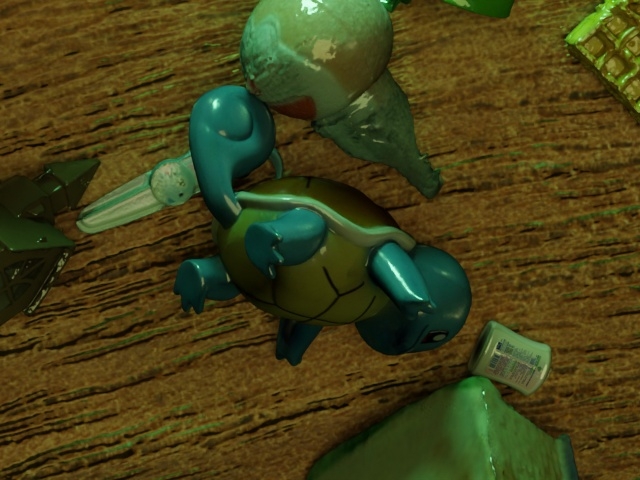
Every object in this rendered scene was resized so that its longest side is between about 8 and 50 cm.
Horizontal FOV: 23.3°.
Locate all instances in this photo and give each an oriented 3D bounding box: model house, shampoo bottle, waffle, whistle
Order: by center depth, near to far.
[{"bbox_3d":[0.024,-0.169,1.790,0.189,0.189,0.348,-36,115,1],"label":"whistle"},{"bbox_3d":[-0.349,-0.013,1.799,0.248,0.181,0.176,-36,146,-25],"label":"model house"},{"bbox_3d":[0.447,-0.241,1.881,0.229,0.057,0.219,43,93,-13],"label":"waffle"},{"bbox_3d":[0.176,0.365,1.891,0.312,0.245,0.280,-34,133,26],"label":"model house"},{"bbox_3d":[0.242,0.150,1.934,0.099,0.043,0.072,23,97,-11],"label":"shampoo bottle"}]

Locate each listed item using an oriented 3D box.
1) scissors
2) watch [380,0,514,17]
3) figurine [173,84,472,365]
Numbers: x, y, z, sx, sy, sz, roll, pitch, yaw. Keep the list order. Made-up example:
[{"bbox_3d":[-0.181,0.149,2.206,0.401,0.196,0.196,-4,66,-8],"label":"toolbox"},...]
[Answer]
[{"bbox_3d":[-0.173,-0.070,1.850,0.256,0.030,0.125,-25,106,-4],"label":"scissors"},{"bbox_3d":[0.154,-0.306,1.781,0.152,0.165,0.131,26,109,8],"label":"watch"},{"bbox_3d":[-0.019,0.021,1.795,0.416,0.243,0.298,40,137,-14],"label":"figurine"}]
